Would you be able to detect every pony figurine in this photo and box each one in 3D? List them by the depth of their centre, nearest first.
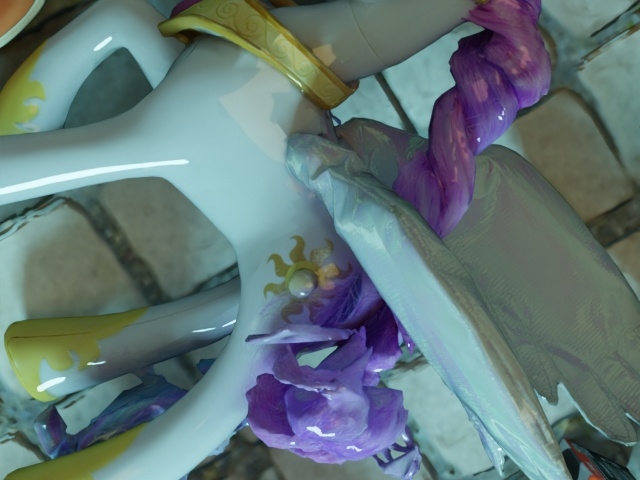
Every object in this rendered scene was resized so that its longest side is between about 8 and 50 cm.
[{"bbox_3d":[0.000,0.000,0.791,0.363,0.303,0.351,-28,91,16],"label":"pony figurine"}]

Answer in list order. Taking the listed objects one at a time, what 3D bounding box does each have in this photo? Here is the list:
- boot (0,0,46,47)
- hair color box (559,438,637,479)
[{"bbox_3d":[-0.204,-0.104,0.831,0.158,0.084,0.059,-21,98,-2],"label":"boot"},{"bbox_3d":[0.118,0.180,0.902,0.043,0.072,0.141,26,95,-7],"label":"hair color box"}]
